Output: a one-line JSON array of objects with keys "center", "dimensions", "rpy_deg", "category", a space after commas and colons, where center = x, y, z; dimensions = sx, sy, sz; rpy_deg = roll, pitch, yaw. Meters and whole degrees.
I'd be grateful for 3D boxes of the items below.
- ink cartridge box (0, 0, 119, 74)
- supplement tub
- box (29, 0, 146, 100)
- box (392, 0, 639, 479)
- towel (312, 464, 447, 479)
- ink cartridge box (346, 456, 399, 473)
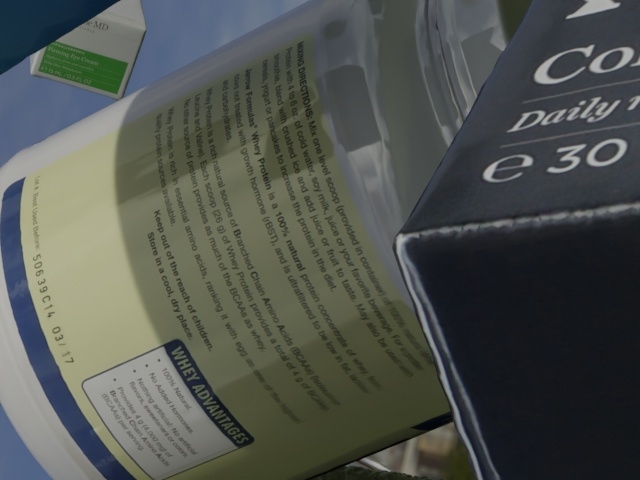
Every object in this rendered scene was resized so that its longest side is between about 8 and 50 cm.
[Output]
[{"center": [-0.178, -0.218, 0.700], "dimensions": [0.270, 0.197, 0.198], "rpy_deg": [23, -131, -48], "category": "ink cartridge box"}, {"center": [0.000, 0.000, 1.001], "dimensions": [0.235, 0.325, 0.235], "rpy_deg": [48, -152, -36], "category": "supplement tub"}, {"center": [-0.240, -0.210, 1.920], "dimensions": [0.102, 0.101, 0.087], "rpy_deg": [-111, 40, -63], "category": "box"}, {"center": [0.349, -0.039, 0.678], "dimensions": [0.297, 0.480, 0.472], "rpy_deg": [68, -149, -25], "category": "box"}, {"center": [0.043, 0.193, 1.149], "dimensions": [0.027, 0.148, 0.110], "rpy_deg": [87, -171, -58], "category": "towel"}, {"center": [0.006, 0.230, 1.530], "dimensions": [0.119, 0.207, 0.353], "rpy_deg": [-62, -22, -7], "category": "ink cartridge box"}]
